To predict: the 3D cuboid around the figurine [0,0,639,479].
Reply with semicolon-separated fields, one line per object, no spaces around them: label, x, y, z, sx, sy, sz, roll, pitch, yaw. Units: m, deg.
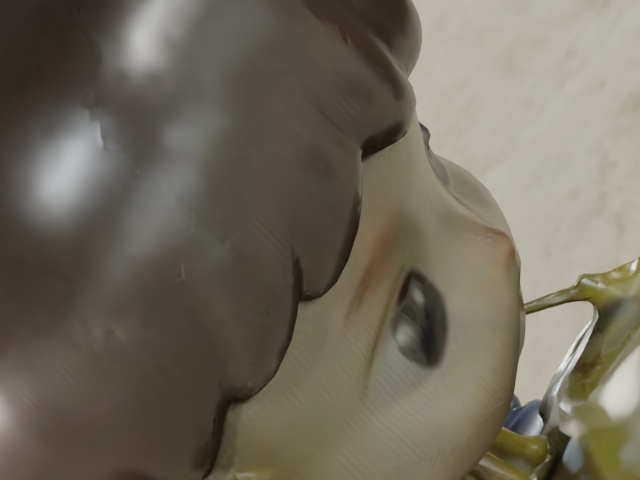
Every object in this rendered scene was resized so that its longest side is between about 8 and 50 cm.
figurine;-0.006;0.006;0.389;0.158;0.275;0.161;-44;27;28
